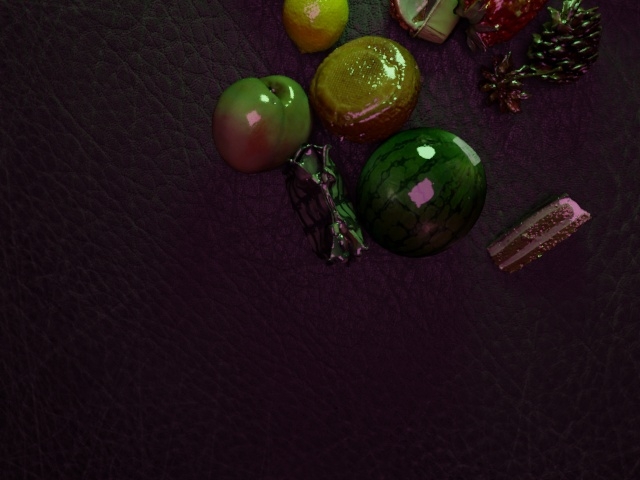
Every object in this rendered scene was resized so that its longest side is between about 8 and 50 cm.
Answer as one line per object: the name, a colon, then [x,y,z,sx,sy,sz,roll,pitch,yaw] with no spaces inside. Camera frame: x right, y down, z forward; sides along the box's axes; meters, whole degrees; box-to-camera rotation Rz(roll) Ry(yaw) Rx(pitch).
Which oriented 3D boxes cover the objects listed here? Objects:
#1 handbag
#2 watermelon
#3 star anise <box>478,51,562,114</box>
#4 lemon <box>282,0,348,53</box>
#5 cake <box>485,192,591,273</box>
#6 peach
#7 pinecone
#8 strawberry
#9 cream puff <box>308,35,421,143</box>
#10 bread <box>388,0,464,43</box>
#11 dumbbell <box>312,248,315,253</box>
handbag: [0.016,-0.088,1.516,0.163,0.327,0.325,-24,91,-4]
watermelon: [0.260,-0.125,1.506,0.364,0.363,0.363,1,102,5]
star anise: [0.507,-0.435,1.491,0.177,0.073,0.234,53,145,12]
lemon: [-0.017,-0.605,1.512,0.178,0.178,0.203,23,109,0]
cake: [0.626,-0.023,1.629,0.295,0.113,0.116,-40,90,23]
peach: [-0.160,-0.310,1.530,0.247,0.292,0.292,35,103,15]
pinecone: [0.640,-0.511,1.456,0.179,0.184,0.204,-2,143,0]
strawberry: [0.499,-0.637,1.429,0.306,0.137,0.233,-36,128,3]
cream puff: [0.129,-0.395,1.511,0.303,0.212,0.303,-6,72,18]
bread: [0.291,-0.649,1.490,0.212,0.142,0.224,29,104,-19]
dumbbell: [0.000,0.000,1.703,0.036,0.040,0.083,19,104,32]
